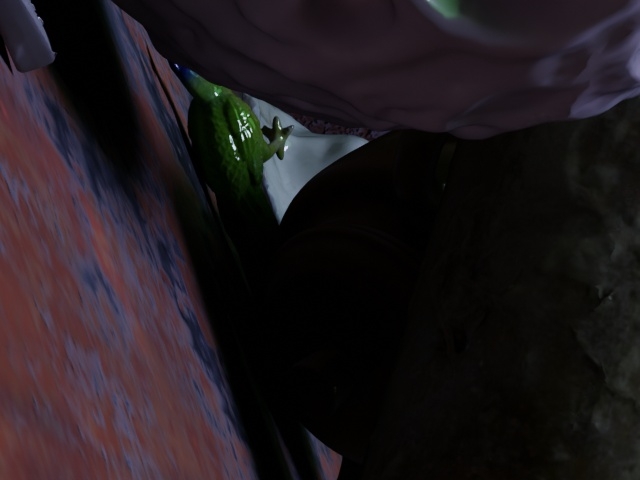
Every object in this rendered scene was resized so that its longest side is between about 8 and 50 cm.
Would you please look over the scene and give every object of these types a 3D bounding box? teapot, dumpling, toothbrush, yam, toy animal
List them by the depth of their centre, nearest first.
[{"bbox_3d":[-0.091,-0.095,0.365,0.194,0.017,0.014,68,1,-61],"label":"toothbrush"},{"bbox_3d":[0.116,0.038,0.741,0.168,0.168,0.304,67,39,-68],"label":"yam"},{"bbox_3d":[0.050,0.031,0.894,0.185,0.175,0.268,28,-51,26],"label":"teapot"},{"bbox_3d":[-0.036,-0.025,0.973,0.075,0.041,0.217,-64,140,-54],"label":"toy animal"},{"bbox_3d":[0.011,-0.007,1.092,0.219,0.108,0.152,60,-14,-4],"label":"dumpling"}]

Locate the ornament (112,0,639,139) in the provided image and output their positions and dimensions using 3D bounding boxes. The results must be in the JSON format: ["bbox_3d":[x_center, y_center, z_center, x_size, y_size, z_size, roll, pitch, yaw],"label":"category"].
[{"bbox_3d":[0.043,-0.195,0.603,0.337,0.337,0.337,-21,90,-89],"label":"ornament"}]
